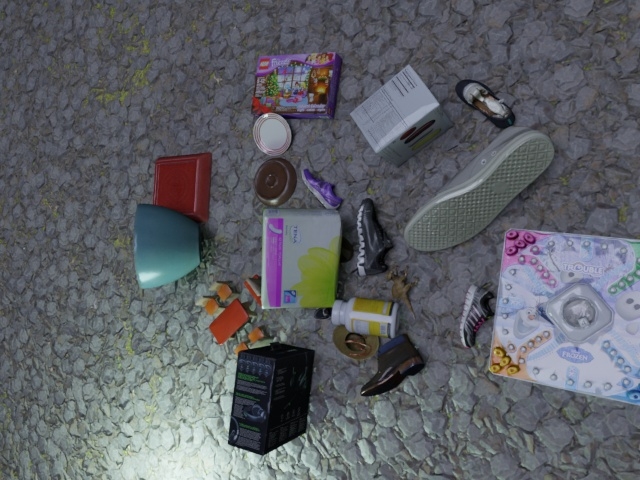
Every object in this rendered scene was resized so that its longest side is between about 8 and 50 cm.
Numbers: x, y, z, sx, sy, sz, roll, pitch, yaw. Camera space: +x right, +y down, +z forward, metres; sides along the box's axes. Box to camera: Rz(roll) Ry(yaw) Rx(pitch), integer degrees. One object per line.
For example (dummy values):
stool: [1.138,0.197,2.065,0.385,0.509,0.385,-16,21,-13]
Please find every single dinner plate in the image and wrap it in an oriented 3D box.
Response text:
dinner plate: [-0.159,-0.355,1.673,0.141,0.017,0.141,9,113,22]

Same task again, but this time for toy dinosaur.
toy dinosaur: [0.232,0.133,1.419,0.053,0.183,0.092,6,47,48]

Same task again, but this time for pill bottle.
pill bottle: [0.130,0.217,1.432,0.184,0.103,0.103,6,88,17]

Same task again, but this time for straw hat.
straw hat: [0.102,0.306,1.472,0.145,0.144,0.061,30,141,26]

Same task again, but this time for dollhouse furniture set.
dollhouse furniture set: [-0.263,0.229,1.622,0.259,0.135,0.262,-46,68,15]

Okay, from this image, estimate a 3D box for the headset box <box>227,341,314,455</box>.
headset box: [-0.138,0.444,1.477,0.131,0.246,0.282,6,88,26]

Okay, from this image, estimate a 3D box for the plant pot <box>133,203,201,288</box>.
plant pot: [-0.513,0.015,1.717,0.196,0.290,0.289,-2,83,-11]

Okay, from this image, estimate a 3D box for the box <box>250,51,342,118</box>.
box: [-0.083,-0.506,1.647,0.294,0.057,0.200,7,88,27]

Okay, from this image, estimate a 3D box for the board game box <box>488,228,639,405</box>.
board game box: [0.635,0.177,1.230,0.390,0.050,0.389,7,88,27]

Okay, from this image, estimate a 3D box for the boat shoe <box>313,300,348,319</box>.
boat shoe: [0.030,0.215,1.532,0.125,0.038,0.046,-16,78,24]

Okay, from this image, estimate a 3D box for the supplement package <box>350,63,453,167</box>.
supplement package: [0.231,-0.338,1.399,0.203,0.194,0.149,-37,71,19]

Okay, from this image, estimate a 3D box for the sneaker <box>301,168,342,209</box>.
sneaker: [0.004,-0.166,1.580,0.071,0.068,0.170,-42,77,1]

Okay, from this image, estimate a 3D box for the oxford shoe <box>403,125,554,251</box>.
oxford shoe: [0.408,-0.132,1.338,0.449,0.169,0.130,-44,27,24]

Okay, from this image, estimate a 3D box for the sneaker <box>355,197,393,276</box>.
sneaker: [0.163,-0.008,1.470,0.106,0.078,0.234,0,89,24]

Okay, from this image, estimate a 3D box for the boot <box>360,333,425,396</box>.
boot: [0.192,0.361,1.433,0.219,0.082,0.106,-37,49,23]

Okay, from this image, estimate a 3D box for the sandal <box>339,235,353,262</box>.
sandal: [0.000,0.000,1.552,0.220,0.060,0.089,17,111,12]

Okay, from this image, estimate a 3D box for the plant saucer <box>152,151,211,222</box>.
plant saucer: [-0.523,-0.194,1.842,0.259,0.048,0.258,0,85,27]

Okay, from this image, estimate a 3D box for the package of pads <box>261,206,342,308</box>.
package of pads: [-0.055,0.053,1.461,0.230,0.101,0.296,0,108,-9]

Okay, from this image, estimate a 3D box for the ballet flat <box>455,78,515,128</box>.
ballet flat: [0.447,-0.384,1.367,0.074,0.074,0.203,-48,67,15]

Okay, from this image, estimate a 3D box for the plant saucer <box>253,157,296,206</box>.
plant saucer: [-0.159,-0.197,1.672,0.169,0.029,0.168,-2,85,26]

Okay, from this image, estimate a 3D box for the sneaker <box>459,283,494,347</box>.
sneaker: [0.419,0.204,1.326,0.075,0.063,0.170,8,84,33]
